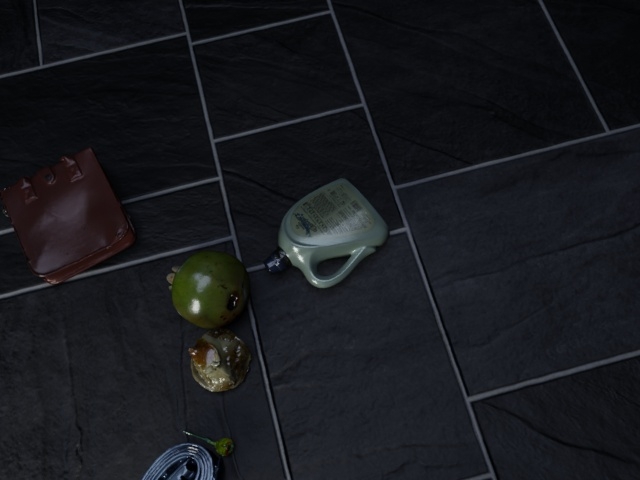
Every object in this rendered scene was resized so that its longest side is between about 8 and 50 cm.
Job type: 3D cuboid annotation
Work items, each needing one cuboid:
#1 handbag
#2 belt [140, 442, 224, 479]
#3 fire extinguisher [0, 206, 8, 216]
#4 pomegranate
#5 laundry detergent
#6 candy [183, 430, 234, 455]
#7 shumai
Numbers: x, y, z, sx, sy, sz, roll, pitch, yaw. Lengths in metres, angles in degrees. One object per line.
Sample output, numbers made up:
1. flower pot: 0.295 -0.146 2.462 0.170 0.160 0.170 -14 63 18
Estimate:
1. handbag: -0.613 -0.061 1.548 0.260 0.084 0.275 -28 75 -6
2. belt: -0.285 0.505 1.306 0.141 0.082 0.190 36 74 19
3. fire extinguisher: -0.765 -0.083 1.604 0.083 0.025 0.038 -25 68 -8
4. pomegranate: -0.264 0.101 1.424 0.210 0.179 0.179 18 69 10
5. laundry detergent: 0.000 0.000 1.492 0.280 0.105 0.215 -37 72 -14
6. candy: -0.241 0.428 1.368 0.123 0.035 0.035 15 25 19
7. shumai: -0.225 0.256 1.389 0.145 0.116 0.145 0 66 1
